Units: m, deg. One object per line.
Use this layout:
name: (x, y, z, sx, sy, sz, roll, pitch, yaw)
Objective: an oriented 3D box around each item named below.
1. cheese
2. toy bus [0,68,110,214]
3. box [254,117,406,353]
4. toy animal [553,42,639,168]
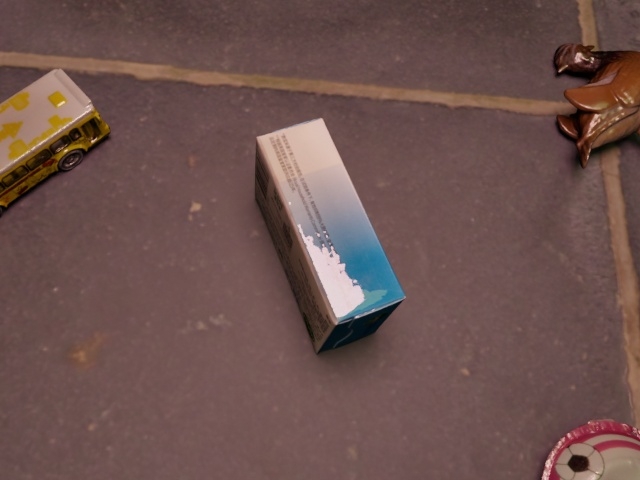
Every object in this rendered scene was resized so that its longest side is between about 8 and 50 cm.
cheese: (0.318, 0.242, 0.592, 0.245, 0.062, 0.155, -15, 70, -11)
toy bus: (-0.339, -0.085, 0.645, 0.226, 0.074, 0.081, -39, 77, -16)
box: (0.000, 0.001, 0.610, 0.073, 0.139, 0.194, -19, 73, -13)
toy animal: (0.335, -0.168, 0.742, 0.179, 0.089, 0.188, 38, 70, 27)
